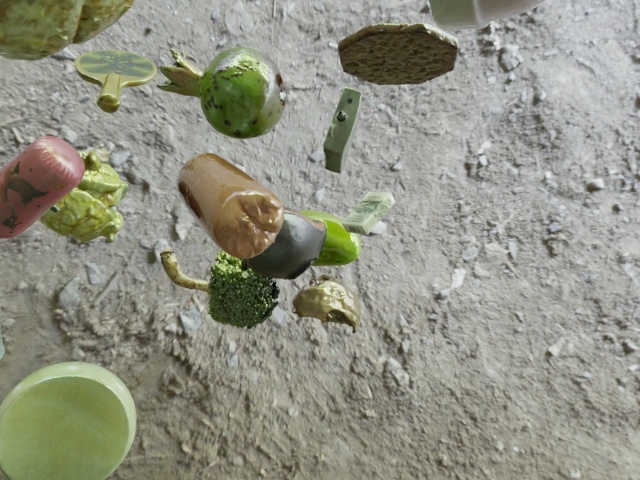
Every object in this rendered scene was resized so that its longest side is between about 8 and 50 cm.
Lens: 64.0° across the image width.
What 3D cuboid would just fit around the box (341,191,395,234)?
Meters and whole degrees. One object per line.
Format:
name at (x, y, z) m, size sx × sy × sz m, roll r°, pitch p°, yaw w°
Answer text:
box at (0.081, -0.047, 0.863) m, size 0.083 × 0.054 × 0.024 m, roll -48°, pitch 119°, yaw -24°

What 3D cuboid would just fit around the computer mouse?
computer mouse at (-0.074, 0.016, 1.288) m, size 0.116 × 0.323 × 0.182 m, roll 35°, pitch 98°, yaw 25°

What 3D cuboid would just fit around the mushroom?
mushroom at (-0.394, 0.155, 1.738) m, size 0.302 × 0.208 × 0.232 m, roll 14°, pitch 91°, yaw -6°

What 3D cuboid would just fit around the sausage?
sausage at (-0.122, -0.053, 0.632) m, size 0.086 × 0.289 × 0.086 m, roll -9°, pitch 111°, yaw -23°

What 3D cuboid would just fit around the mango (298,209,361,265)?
mango at (-0.002, -0.007, 1.659) m, size 0.273 × 0.149 × 0.185 m, roll 4°, pitch 53°, yaw 9°

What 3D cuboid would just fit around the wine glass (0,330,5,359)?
wine glass at (-0.453, 0.073, 0.636) m, size 0.093 × 0.093 × 0.202 m, roll 5°, pitch 122°, yaw -5°

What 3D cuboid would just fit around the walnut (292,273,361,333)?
walnut at (0.034, 0.184, 1.528) m, size 0.204 × 0.238 × 0.141 m, roll 23°, pitch 89°, yaw 9°

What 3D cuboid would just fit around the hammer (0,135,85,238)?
hammer at (-0.199, -0.035, 0.350) m, size 0.083 × 0.043 × 0.043 m, roll -37°, pitch 95°, yaw 11°

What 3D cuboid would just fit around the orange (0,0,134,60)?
orange at (-0.349, -0.397, 0.673) m, size 0.271 × 0.210 × 0.368 m, roll 23°, pitch 87°, yaw 18°

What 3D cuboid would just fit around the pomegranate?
pomegranate at (-0.217, -0.372, 1.240) m, size 0.286 × 0.231 × 0.230 m, roll 31°, pitch 90°, yaw 9°

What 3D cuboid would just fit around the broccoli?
broccoli at (-0.250, 0.120, 1.454) m, size 0.180 × 0.273 × 0.242 m, roll 2°, pitch 117°, yaw -37°

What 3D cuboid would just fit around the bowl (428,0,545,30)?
bowl at (0.198, -0.354, 0.492) m, size 0.144 × 0.287 × 0.286 m, roll 10°, pitch 92°, yaw 24°

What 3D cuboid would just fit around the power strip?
power strip at (0.029, -0.141, 0.684) m, size 0.029 × 0.227 × 0.079 m, roll 19°, pitch 90°, yaw 2°

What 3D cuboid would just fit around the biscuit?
biscuit at (0.225, -0.538, 1.492) m, size 0.359 × 0.359 × 0.046 m, roll 4°, pitch 85°, yaw -5°

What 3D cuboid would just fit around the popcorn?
popcorn at (-0.489, -0.095, 1.055) m, size 0.167 × 0.185 × 0.187 m, roll 13°, pitch 75°, yaw -10°

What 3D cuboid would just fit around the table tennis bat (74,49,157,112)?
table tennis bat at (-0.521, -0.412, 1.298) m, size 0.199 × 0.320 × 0.050 m, roll 2°, pitch 129°, yaw -16°

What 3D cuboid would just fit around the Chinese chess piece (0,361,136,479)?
Chinese chess piece at (-0.281, 0.207, 0.570) m, size 0.144 × 0.058 × 0.144 m, roll 0°, pitch 91°, yaw -20°
